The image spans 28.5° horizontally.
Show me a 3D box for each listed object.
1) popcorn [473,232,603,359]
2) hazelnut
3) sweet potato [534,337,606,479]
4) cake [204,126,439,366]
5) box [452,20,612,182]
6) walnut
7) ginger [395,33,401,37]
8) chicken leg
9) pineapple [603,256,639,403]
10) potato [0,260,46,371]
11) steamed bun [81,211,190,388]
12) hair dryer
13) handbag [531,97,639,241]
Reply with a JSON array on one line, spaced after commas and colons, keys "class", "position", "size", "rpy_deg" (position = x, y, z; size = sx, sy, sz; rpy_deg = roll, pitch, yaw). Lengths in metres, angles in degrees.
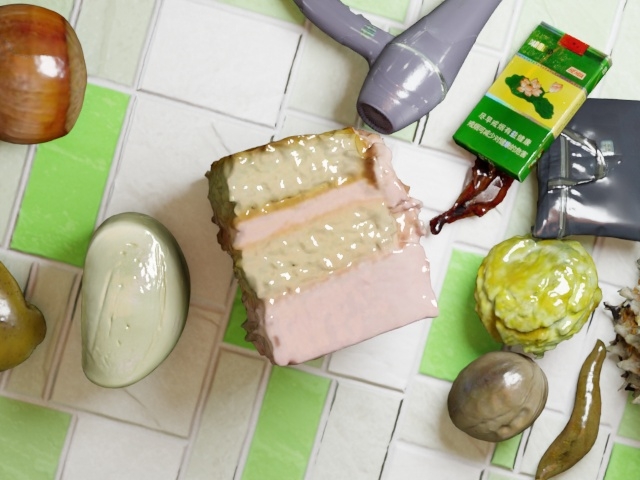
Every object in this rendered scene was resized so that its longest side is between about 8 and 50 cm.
[{"class": "popcorn", "position": [0.339, 0.082, 1.919], "size": [0.198, 0.212, 0.198], "rpy_deg": [-5, 83, 40]}, {"class": "hazelnut", "position": [-0.442, -0.244, 1.851], "size": [0.214, 0.176, 0.214], "rpy_deg": [-4, 98, -29]}, {"class": "sweet potato", "position": [0.411, 0.278, 1.983], "size": [0.069, 0.059, 0.249], "rpy_deg": [23, 91, 34]}, {"class": "cake", "position": [0.000, 0.000, 1.828], "size": [0.293, 0.314, 0.307], "rpy_deg": [-16, 92, -3]}, {"class": "box", "position": [0.322, -0.213, 1.920], "size": [0.132, 0.034, 0.235], "rpy_deg": [34, 82, 28]}, {"class": "walnut", "position": [0.271, 0.238, 1.932], "size": [0.140, 0.140, 0.162], "rpy_deg": [40, 106, -4]}, {"class": "ginger", "position": [0.130, -0.271, 1.954], "size": [0.048, 0.030, 0.097], "rpy_deg": [7, 91, -5]}, {"class": "chicken leg", "position": [0.251, -0.092, 1.961], "size": [0.089, 0.048, 0.219], "rpy_deg": [29, 92, 0]}, {"class": "pineapple", "position": [0.607, 0.153, 1.869], "size": [0.352, 0.300, 0.352], "rpy_deg": [0, 91, -1]}, {"class": "potato", "position": [-0.587, 0.071, 1.890], "size": [0.369, 0.176, 0.195], "rpy_deg": [35, 50, -12]}, {"class": "steamed bun", "position": [-0.273, 0.086, 1.872], "size": [0.155, 0.200, 0.250], "rpy_deg": [1, 96, -4]}, {"class": "hair dryer", "position": [0.073, -0.358, 1.906], "size": [0.361, 0.121, 0.301], "rpy_deg": [37, 71, 7]}, {"class": "handbag", "position": [0.422, -0.110, 1.927], "size": [0.211, 0.089, 0.254], "rpy_deg": [3, 68, -3]}]
